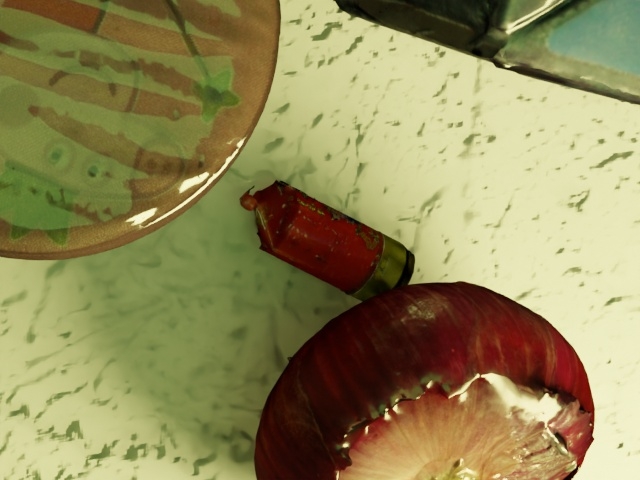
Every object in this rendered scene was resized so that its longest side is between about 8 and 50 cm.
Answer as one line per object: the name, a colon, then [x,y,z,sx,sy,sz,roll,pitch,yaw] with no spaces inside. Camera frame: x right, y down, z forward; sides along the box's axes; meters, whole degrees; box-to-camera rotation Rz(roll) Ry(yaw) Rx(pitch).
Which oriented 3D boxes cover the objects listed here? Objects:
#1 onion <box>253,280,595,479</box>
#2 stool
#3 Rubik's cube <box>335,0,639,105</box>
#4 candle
onion: [0.068,0.122,1.283,0.248,0.248,0.161,3,62,-21]
stool: [-0.177,-0.133,1.137,0.272,0.178,0.272,-4,103,-19]
Rubik's cube: [0.209,-0.241,1.194,0.305,0.310,0.307,13,97,-19]
candle: [0.000,0.000,1.301,0.131,0.052,0.052,28,91,-21]
